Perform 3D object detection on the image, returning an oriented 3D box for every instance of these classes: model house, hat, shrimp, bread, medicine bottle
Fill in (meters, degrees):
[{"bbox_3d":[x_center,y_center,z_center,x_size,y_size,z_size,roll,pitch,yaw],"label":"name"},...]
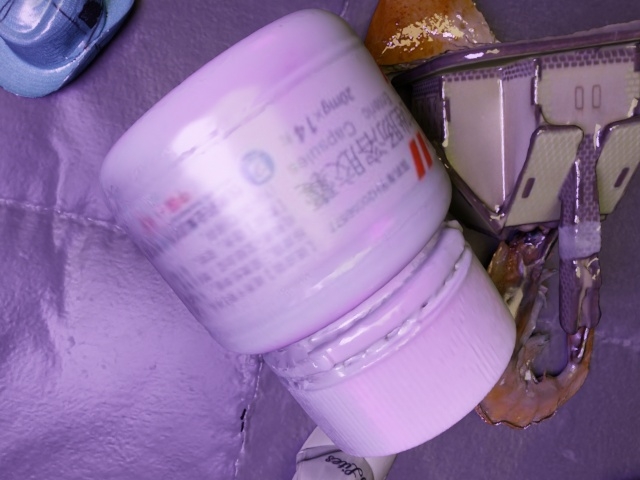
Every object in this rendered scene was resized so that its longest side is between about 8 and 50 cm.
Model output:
[{"bbox_3d":[0.199,-0.056,0.545,0.204,0.218,0.279,-9,103,-5],"label":"model house"},{"bbox_3d":[0.026,0.269,0.568,0.122,0.081,0.166,43,76,-5],"label":"hat"},{"bbox_3d":[0.249,0.095,0.601,0.173,0.058,0.253,26,88,-11],"label":"shrimp"},{"bbox_3d":[0.117,-0.262,0.593,0.154,0.054,0.136,-5,79,3],"label":"bread"},{"bbox_3d":[-0.286,-0.242,0.545,0.138,0.078,0.191,43,86,-1],"label":"hat"},{"bbox_3d":[0.000,0.000,0.477,0.256,0.256,0.325,-37,100,-5],"label":"medicine bottle"}]
